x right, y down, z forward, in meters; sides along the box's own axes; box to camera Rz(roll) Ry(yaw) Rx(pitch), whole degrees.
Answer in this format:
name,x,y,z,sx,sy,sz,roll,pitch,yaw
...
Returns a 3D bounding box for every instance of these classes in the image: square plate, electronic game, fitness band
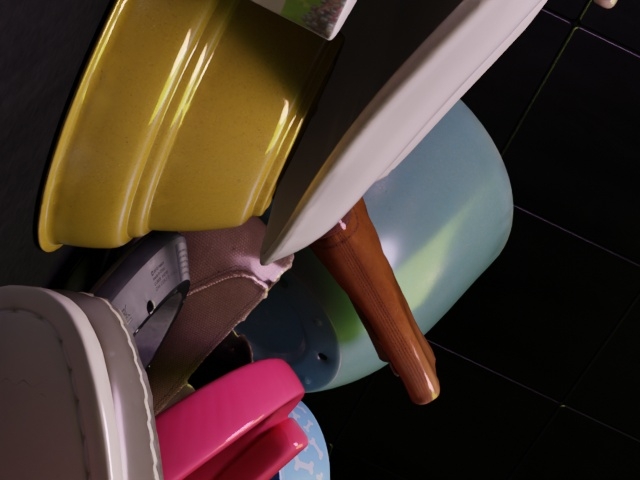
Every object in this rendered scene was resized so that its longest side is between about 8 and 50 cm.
name,x,y,z,sx,sy,sz,roll,pitch,yaw
square plate,0.072,-0.185,0.618,0.347,0.049,0.344,133,-25,-63
electronic game,-0.150,0.090,0.737,0.229,0.048,0.229,-56,177,-4
fitness band,-0.122,0.188,0.889,0.291,0.054,0.209,-46,160,26

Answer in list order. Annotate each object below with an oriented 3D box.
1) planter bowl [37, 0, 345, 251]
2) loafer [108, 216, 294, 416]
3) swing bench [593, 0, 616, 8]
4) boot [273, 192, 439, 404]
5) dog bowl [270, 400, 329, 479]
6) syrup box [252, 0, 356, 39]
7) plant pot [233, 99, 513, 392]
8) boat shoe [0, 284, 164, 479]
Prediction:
name,x,y,z,sx,sy,sz,roll,pitch,yaw
planter bowl,-0.048,-0.073,0.596,0.217,0.090,0.217,-64,-178,3
loafer,-0.123,0.113,0.937,0.134,0.130,0.366,-66,-178,-52
swing bench,0.170,-0.358,0.909,0.165,0.253,0.255,-66,-178,-55
boot,0.004,-0.003,0.874,0.096,0.280,0.264,-26,-172,-4
dog bowl,-0.101,0.220,1.173,0.297,0.074,0.166,-14,-101,49
syrup box,0.005,-0.166,0.397,0.096,0.093,0.237,-63,-178,36
plant pot,0.000,0.000,1.148,0.235,0.293,0.293,-51,173,-38
boat shoe,-0.104,0.160,0.514,0.091,0.109,0.305,-18,114,-57
